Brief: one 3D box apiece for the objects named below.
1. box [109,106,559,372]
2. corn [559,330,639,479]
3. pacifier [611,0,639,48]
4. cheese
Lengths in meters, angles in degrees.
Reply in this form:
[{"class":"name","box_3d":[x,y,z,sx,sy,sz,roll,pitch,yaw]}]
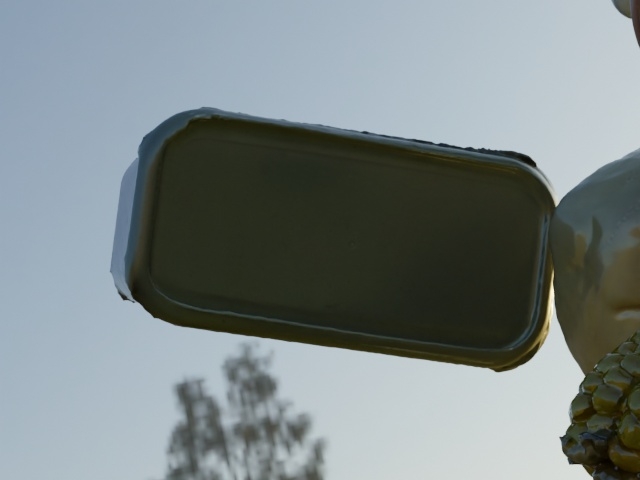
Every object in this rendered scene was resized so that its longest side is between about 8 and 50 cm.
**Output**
[{"class":"box","box_3d":[0.000,0.000,0.948,0.274,0.138,0.178,10,-5,-17]},{"class":"corn","box_3d":[0.244,0.024,0.692,0.313,0.102,0.102,-38,-16,-17]},{"class":"pacifier","box_3d":[0.154,-0.101,0.613,0.099,0.081,0.078,-30,25,-30]},{"class":"cheese","box_3d":[0.254,-0.010,0.896,0.263,0.159,0.093,-35,24,-20]}]
